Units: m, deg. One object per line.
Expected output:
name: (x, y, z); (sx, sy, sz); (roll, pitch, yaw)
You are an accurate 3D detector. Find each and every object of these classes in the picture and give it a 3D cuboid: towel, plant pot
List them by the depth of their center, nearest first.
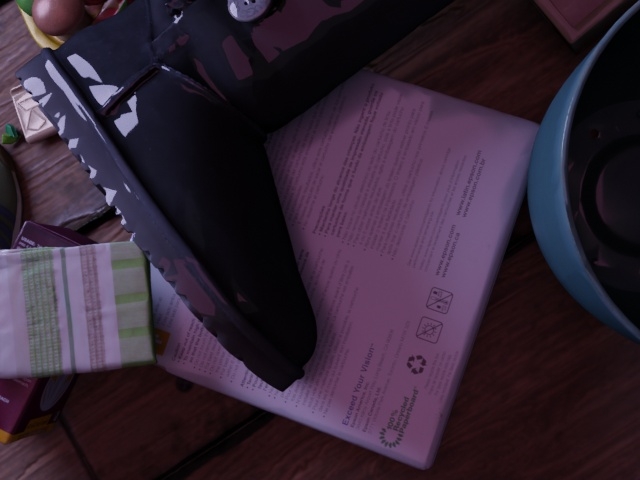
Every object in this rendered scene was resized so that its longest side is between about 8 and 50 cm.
plant pot: (0.298, -0.045, 0.717); (0.293, 0.235, 0.293); (0, 89, -3)
towel: (-0.221, 0.060, 0.789); (0.152, 0.023, 0.113); (-5, 89, 0)

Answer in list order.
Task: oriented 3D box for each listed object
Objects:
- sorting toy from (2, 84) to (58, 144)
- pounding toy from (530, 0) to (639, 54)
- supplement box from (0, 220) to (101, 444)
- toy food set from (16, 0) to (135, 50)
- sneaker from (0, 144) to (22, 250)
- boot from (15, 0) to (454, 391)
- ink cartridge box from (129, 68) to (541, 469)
sorting toy: (-0.290, -0.129, 0.918); (0.083, 0.012, 0.062); (-23, 81, 5)
pounding toy: (0.242, -0.268, 0.833); (0.130, 0.100, 0.141); (-40, 79, 17)
supplement box: (-0.263, 0.084, 0.851); (0.081, 0.104, 0.188); (26, 89, 7)
toy food set: (-0.243, -0.250, 0.887); (0.128, 0.071, 0.218); (-28, 79, 1)
sneaker: (-0.335, -0.011, 0.876); (0.064, 0.086, 0.192); (-4, 85, 7)
boot: (0.019, -0.148, 0.765); (0.445, 0.146, 0.367); (-38, 81, -3)
ink cartridge box: (0.000, 0.000, 0.845); (0.330, 0.071, 0.324); (19, 87, 11)
